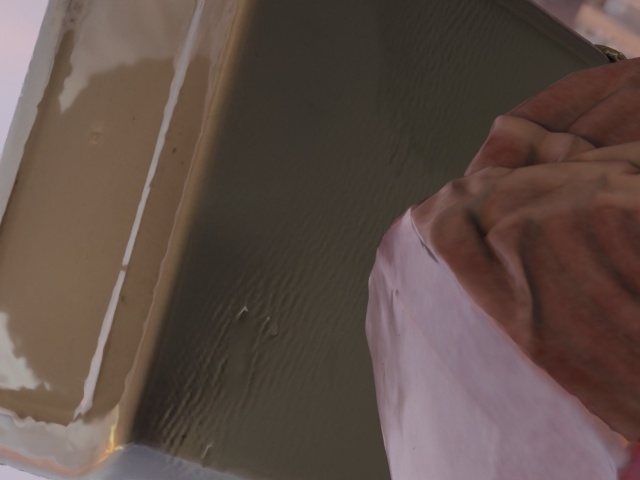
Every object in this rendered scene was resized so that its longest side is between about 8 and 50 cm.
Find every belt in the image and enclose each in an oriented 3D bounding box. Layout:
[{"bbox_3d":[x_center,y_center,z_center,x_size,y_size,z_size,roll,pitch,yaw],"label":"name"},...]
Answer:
[{"bbox_3d":[0.171,0.049,0.404,0.324,0.115,0.227,6,-142,2],"label":"belt"}]

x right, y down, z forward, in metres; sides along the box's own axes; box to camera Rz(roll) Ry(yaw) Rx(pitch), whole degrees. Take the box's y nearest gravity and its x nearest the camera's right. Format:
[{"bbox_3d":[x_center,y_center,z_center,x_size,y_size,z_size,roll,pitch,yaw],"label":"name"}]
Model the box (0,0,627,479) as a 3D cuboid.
[{"bbox_3d":[0.000,0.000,0.879,0.177,0.352,0.344,6,166,43],"label":"box"}]
